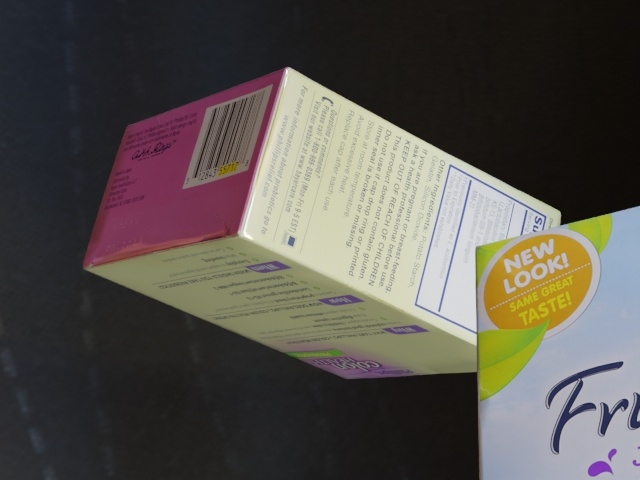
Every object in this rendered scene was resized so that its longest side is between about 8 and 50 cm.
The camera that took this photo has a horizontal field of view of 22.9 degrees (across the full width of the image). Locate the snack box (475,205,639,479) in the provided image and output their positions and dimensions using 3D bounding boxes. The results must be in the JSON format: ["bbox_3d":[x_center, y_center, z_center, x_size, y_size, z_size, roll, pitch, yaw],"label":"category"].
[{"bbox_3d":[0.133,0.081,0.433,0.174,0.070,0.207,-16,51,24],"label":"snack box"}]

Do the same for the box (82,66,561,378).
[{"bbox_3d":[0.000,0.000,1.093,0.213,0.243,0.117,-12,58,55],"label":"box"}]
